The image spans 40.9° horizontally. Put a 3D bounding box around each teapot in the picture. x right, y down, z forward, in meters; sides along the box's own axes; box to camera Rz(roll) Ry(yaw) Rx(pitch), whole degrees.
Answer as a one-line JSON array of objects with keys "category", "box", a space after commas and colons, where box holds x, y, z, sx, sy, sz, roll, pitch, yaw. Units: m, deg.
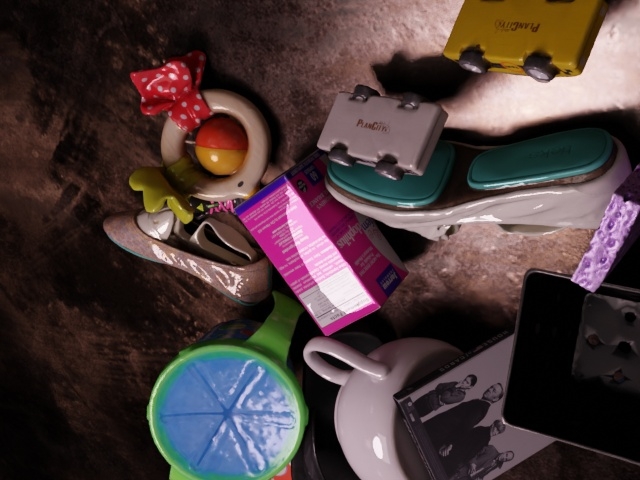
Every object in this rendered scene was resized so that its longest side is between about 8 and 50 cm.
[{"category": "teapot", "box": [0.107, 0.255, 1.254, 0.187, 0.252, 0.256, -3, 91, 48]}]

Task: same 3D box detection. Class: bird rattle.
[{"category": "bird rattle", "box": [-0.173, -0.150, 1.267, 0.206, 0.143, 0.254, 7, 88, 5]}]

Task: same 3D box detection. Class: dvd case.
[{"category": "dvd case", "box": [0.235, 0.225, 1.155, 0.179, 0.238, 0.029, 65, 169, -17]}]

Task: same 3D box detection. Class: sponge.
[{"category": "sponge", "box": [0.334, -0.044, 0.892, 0.031, 0.210, 0.117, 31, 135, 21]}]

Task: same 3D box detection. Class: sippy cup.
[{"category": "sippy cup", "box": [-0.133, 0.233, 1.355, 0.305, 0.224, 0.240, -23, 103, 8]}]

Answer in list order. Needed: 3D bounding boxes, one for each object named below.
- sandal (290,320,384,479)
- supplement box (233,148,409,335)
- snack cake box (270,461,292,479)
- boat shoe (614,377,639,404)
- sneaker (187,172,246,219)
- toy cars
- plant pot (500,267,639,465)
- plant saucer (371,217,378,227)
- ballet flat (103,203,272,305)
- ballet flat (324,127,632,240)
[{"category": "sandal", "box": [0.034, 0.335, 1.400, 0.167, 0.107, 0.446, -7, 123, -7]}, {"category": "supplement box", "box": [0.004, 0.003, 1.188, 0.114, 0.111, 0.220, -31, 98, 36]}, {"category": "snack cake box", "box": [-0.095, 0.363, 1.581, 0.152, 0.089, 0.264, -20, 106, 41]}, {"category": "boat shoe", "box": [0.472, 0.285, 1.099, 0.258, 0.109, 0.089, 44, 120, 24]}, {"category": "sneaker", "box": [-0.168, -0.063, 1.351, 0.170, 0.075, 0.063, 14, 127, 29]}, {"category": "toy cars", "box": [0.160, -0.170, 0.988, 0.087, 0.177, 0.393, 24, 137, -38]}, {"category": "plant pot", "box": [0.343, 0.136, 1.013, 0.188, 0.167, 0.188, 12, 98, 32]}, {"category": "plant saucer", "box": [0.000, 0.000, 1.296, 0.200, 0.037, 0.200, 19, 129, 25]}, {"category": "ballet flat", "box": [-0.213, -0.005, 1.416, 0.316, 0.107, 0.106, 23, 127, 10]}, {"category": "ballet flat", "box": [0.186, -0.055, 1.068, 0.400, 0.139, 0.139, 0, 119, 36]}]
